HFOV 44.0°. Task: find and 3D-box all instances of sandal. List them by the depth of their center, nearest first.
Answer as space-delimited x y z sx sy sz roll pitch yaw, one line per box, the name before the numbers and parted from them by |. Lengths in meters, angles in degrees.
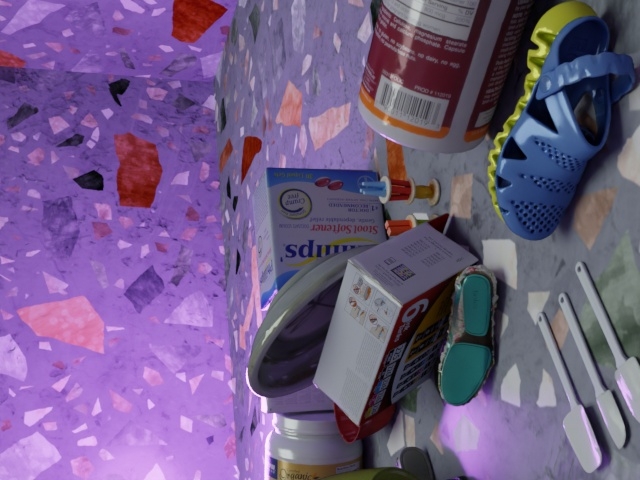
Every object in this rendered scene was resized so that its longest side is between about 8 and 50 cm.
sandal | 0.312 -0.140 1.027 0.138 0.126 0.317 -128 40 -57

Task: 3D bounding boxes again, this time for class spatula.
spatula | 0.351 0.164 1.048 0.168 0.019 0.242 110 154 -48

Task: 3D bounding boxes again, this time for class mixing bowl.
mixing bowl | 0.100 0.338 1.690 0.181 0.098 0.181 -178 90 -72

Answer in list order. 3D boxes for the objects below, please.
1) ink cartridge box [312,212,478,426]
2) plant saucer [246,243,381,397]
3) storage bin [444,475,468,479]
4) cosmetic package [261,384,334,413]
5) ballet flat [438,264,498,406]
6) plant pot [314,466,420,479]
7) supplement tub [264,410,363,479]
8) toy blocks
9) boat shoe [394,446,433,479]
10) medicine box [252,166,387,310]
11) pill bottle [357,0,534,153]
ink cartridge box | 0.150 0.135 1.410 0.130 0.272 0.309 40 136 28
plant saucer | 0.009 0.130 1.498 0.100 0.400 0.400 50 142 26
storage bin | 0.209 0.478 1.357 0.098 0.091 0.135 129 138 -62
cosmetic package | -0.015 0.340 1.819 0.060 0.239 0.098 160 110 -70
ballet flat | 0.249 0.153 1.300 0.077 0.091 0.241 -36 -42 -72
plant pot | 0.058 0.501 1.322 0.293 0.275 0.274 -48 41 40
supplement tub | -0.016 0.549 1.831 0.228 0.228 0.316 -176 87 -72
toy blocks | 0.148 -0.059 1.479 0.054 0.148 0.123 156 114 -71
boat shoe | 0.181 0.503 1.471 0.068 0.081 0.227 108 163 -49
medicine box | 0.000 0.000 1.748 0.149 0.264 0.289 124 143 -61
pill bottle | 0.203 -0.352 1.204 0.224 0.224 0.392 -111 29 -50
